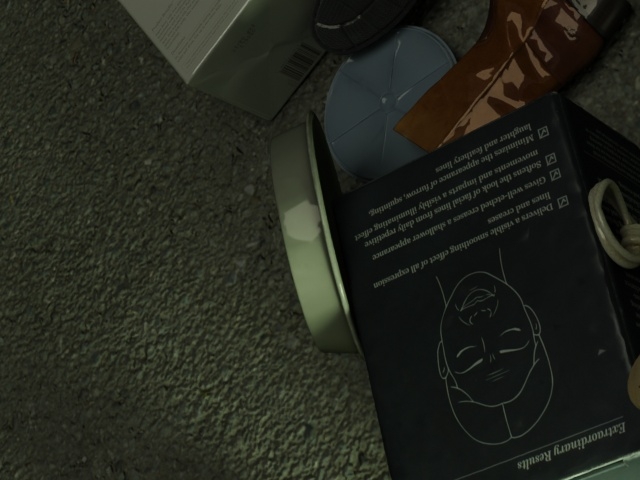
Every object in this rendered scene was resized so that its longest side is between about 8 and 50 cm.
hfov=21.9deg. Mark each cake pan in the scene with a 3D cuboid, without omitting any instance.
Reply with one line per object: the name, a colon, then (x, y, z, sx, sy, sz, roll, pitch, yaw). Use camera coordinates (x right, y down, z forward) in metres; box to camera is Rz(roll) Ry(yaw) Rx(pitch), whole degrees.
cake pan: (0.000, 0.000, 1.884, 0.054, 0.293, 0.293, -13, 67, 6)

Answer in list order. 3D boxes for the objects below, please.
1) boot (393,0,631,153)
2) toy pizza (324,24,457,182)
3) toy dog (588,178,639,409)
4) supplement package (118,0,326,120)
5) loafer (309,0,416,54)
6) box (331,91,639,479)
boot: (0.187, -0.229, 1.940, 0.264, 0.096, 0.280, 42, 100, 24)
toy pizza: (0.091, -0.165, 2.027, 0.201, 0.032, 0.201, -11, 70, 35)
toy dog: (0.394, 0.070, 1.567, 0.161, 0.220, 0.334, -29, 53, 33)
supplement package: (-0.137, -0.327, 2.150, 0.177, 0.175, 0.293, -50, 54, 16)
loafer: (0.097, -0.356, 2.014, 0.109, 0.095, 0.302, 35, 116, -1)
box: (0.218, 0.097, 1.743, 0.293, 0.212, 0.395, -25, 62, 28)
